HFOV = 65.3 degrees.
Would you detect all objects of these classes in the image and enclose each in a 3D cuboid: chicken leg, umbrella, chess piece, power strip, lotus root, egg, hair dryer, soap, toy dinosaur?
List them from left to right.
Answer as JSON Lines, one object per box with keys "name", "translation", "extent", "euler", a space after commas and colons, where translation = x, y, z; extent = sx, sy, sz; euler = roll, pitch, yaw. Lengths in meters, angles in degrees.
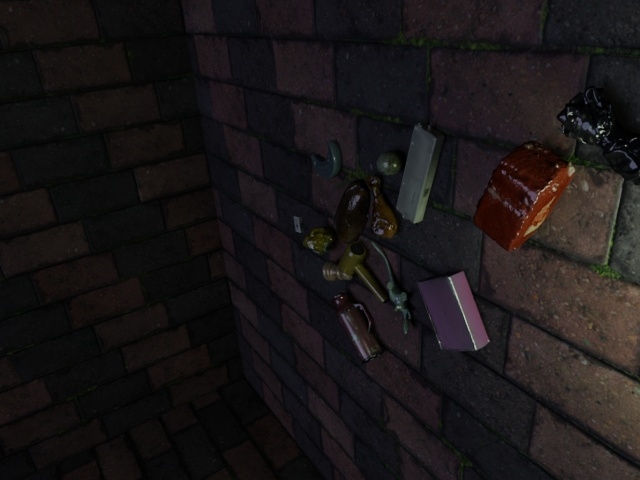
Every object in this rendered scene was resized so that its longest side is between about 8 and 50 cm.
{"name": "power strip", "translation": [0.025, -0.329, 2.123], "extent": [0.216, 0.044, 0.137], "euler": [-27, 83, 61]}
{"name": "chess piece", "translation": [0.094, 0.143, 2.257], "extent": [0.170, 0.094, 0.094], "euler": [4, 110, 53]}
{"name": "lotus root", "translation": [0.115, -0.110, 2.062], "extent": [0.167, 0.078, 0.330], "euler": [52, 147, 28]}
{"name": "hair dryer", "translation": [0.193, 0.142, 2.088], "extent": [0.279, 0.090, 0.135], "euler": [51, 144, 22]}
{"name": "chicken leg", "translation": [0.223, -0.125, 1.869], "extent": [0.107, 0.087, 0.252], "euler": [-13, 88, 41]}
{"name": "egg", "translation": [0.238, -0.269, 1.736], "extent": [0.110, 0.085, 0.085], "euler": [-160, 55, -70]}
{"name": "toy dinosaur", "translation": [0.287, 0.174, 1.925], "extent": [0.129, 0.076, 0.383], "euler": [109, 146, -84]}
{"name": "power strip", "translation": [0.326, -0.223, 1.651], "extent": [0.106, 0.043, 0.368], "euler": [46, 144, 38]}
{"name": "soap", "translation": [0.444, 0.238, 1.685], "extent": [0.181, 0.081, 0.260], "euler": [-26, 83, 61]}
{"name": "umbrella", "translation": [0.633, -0.206, 1.058], "extent": [0.272, 0.110, 0.122], "euler": [52, 147, 24]}

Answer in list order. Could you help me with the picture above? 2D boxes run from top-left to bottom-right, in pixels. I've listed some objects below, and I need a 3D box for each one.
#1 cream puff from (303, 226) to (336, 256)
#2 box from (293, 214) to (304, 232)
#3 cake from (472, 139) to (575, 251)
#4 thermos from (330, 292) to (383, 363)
{"name": "cream puff", "translation": [0.001, -0.001, 2.281], "extent": [0.121, 0.156, 0.156], "euler": [43, 145, 15]}
{"name": "box", "translation": [-0.110, -0.084, 2.537], "extent": [0.054, 0.024, 0.083], "euler": [19, 122, 54]}
{"name": "cake", "translation": [0.511, -0.112, 1.253], "extent": [0.151, 0.176, 0.283], "euler": [50, 151, 34]}
{"name": "thermos", "translation": [0.160, 0.377, 2.247], "extent": [0.330, 0.109, 0.136], "euler": [60, 151, 20]}
